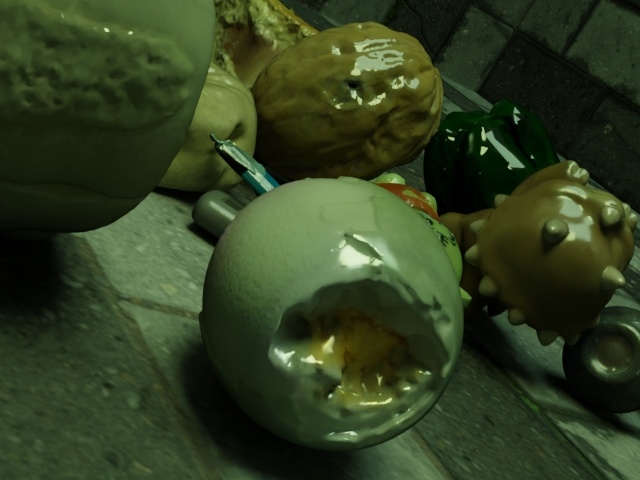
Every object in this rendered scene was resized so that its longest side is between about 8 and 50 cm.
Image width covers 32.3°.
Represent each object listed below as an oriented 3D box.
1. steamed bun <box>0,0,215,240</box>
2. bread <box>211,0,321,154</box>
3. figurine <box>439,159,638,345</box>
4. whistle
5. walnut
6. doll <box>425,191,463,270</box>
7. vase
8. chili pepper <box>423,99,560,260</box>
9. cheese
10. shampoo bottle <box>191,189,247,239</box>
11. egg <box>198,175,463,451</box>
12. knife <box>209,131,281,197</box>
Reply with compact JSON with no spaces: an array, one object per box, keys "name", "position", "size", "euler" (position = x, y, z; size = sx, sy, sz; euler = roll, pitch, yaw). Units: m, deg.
[{"name":"steamed bun","position":[-0.241,-0.131,0.786],"size":[0.247,0.236,0.383],"euler":[8,19,-32]},{"name":"bread","position":[-0.059,-0.216,1.466],"size":[0.211,0.183,0.224],"euler":[20,21,-38]},{"name":"figurine","position":[0.226,0.030,1.196],"size":[0.177,0.247,0.173],"euler":[55,43,-21]},{"name":"whistle","position":[0.083,-0.004,1.213],"size":[0.131,0.106,0.288],"euler":[29,15,-18]},{"name":"walnut","position":[0.027,-0.157,1.296],"size":[0.198,0.245,0.198],"euler":[160,-90,-89]},{"name":"doll","position":[0.217,-0.024,1.556],"size":[0.175,0.149,0.278],"euler":[59,22,-28]},{"name":"vase","position":[0.344,0.143,1.268],"size":[0.120,0.120,0.183],"euler":[39,0,25]},{"name":"chili pepper","position":[0.226,-0.040,1.381],"size":[0.261,0.165,0.174],"euler":[69,27,-21]},{"name":"cheese","position":[-0.173,-0.137,1.134],"size":[0.235,0.117,0.218],"euler":[25,18,-10]},{"name":"shampoo bottle","position":[-0.044,0.009,1.058],"size":[0.165,0.040,0.080],"euler":[34,8,8]},{"name":"egg","position":[0.003,0.044,0.784],"size":[0.183,0.183,0.217],"euler":[25,6,-21]},{"name":"knife","position":[-0.002,0.002,1.087],"size":[0.296,0.026,0.044],"euler":[46,5,-5]}]
